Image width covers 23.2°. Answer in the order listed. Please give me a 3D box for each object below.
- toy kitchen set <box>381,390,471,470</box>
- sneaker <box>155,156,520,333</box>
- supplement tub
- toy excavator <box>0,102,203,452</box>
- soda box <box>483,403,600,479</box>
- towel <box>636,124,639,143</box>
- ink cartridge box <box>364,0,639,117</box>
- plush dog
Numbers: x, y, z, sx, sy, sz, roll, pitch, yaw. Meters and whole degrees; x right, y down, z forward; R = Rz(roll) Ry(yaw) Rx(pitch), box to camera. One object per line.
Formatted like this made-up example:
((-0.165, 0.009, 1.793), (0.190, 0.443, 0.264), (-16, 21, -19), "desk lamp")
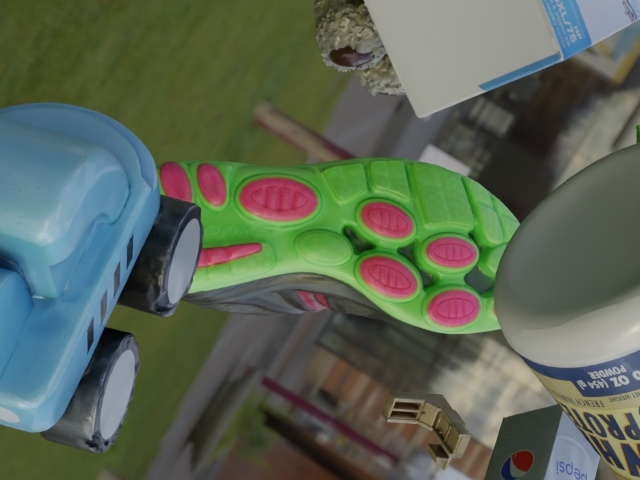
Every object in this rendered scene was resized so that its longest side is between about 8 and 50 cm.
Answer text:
((0.118, 0.228, 1.812), (0.083, 0.075, 0.068), (54, -49, 54), "toy kitchen set")
((0.000, 0.000, 1.690), (0.202, 0.483, 0.185), (142, -43, -82), "sneaker")
((0.306, 0.098, 1.225), (0.228, 0.316, 0.228), (-32, -154, 17), "supplement tub")
((-0.278, 0.016, 1.184), (0.445, 0.222, 0.433), (87, 22, -57), "toy excavator")
((0.242, 0.331, 1.816), (0.098, 0.091, 0.286), (-20, -147, 38), "soda box")
((0.462, -0.085, 1.916), (0.023, 0.152, 0.113), (111, -14, -52), "towel")
((0.206, -0.281, 1.630), (0.198, 0.197, 0.270), (-19, -172, 44), "ink cartridge box")
((0.112, -0.314, 1.906), (0.225, 0.210, 0.262), (-19, 165, 17), "plush dog")
